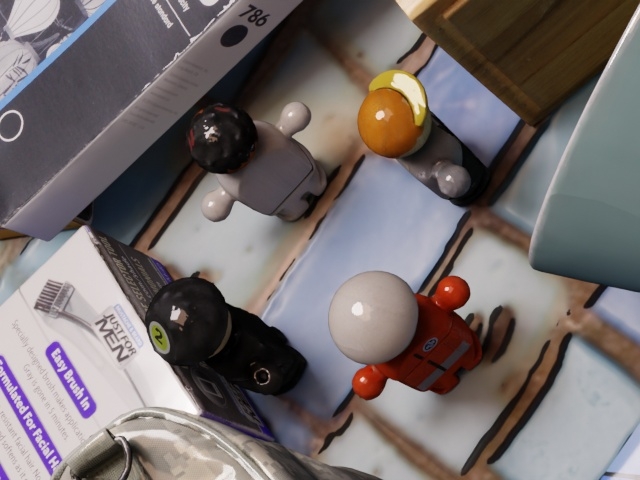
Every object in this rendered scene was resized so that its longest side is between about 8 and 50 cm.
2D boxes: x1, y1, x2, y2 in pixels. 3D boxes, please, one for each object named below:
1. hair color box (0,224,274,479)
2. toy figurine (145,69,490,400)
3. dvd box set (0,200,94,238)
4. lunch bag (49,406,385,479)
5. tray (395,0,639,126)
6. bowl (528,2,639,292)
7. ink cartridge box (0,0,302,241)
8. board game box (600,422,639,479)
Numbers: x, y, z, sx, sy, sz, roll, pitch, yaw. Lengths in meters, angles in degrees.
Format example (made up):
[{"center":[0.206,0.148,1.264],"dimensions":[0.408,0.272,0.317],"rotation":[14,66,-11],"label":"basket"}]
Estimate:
[{"center":[-0.218,0.175,1.320],"dimensions":[0.339,0.110,0.185],"rotation":[-43,57,12],"label":"hair color box"},{"center":[0.000,0.000,1.232],"dimensions":[0.213,0.148,0.209],"rotation":[-1,73,29],"label":"toy figurine"},{"center":[-0.369,-0.136,1.531],"dimensions":[0.420,0.062,0.307],"rotation":[-7,70,26],"label":"dvd box set"},{"center":[-0.015,0.232,1.080],"dimensions":[0.212,0.305,0.256],"rotation":[-34,64,12],"label":"lunch bag"},{"center":[0.240,-0.251,1.149],"dimensions":[0.411,0.203,0.076],"rotation":[-38,60,13],"label":"tray"},{"center":[0.263,-0.080,1.052],"dimensions":[0.163,0.311,0.311],"rotation":[31,90,13],"label":"bowl"},{"center":[-0.135,-0.167,1.326],"dimensions":[0.333,0.065,0.165],"rotation":[-42,61,15],"label":"ink cartridge box"},{"center":[0.286,0.203,1.080],"dimensions":[0.281,0.027,0.145],"rotation":[36,91,33],"label":"board game box"}]
